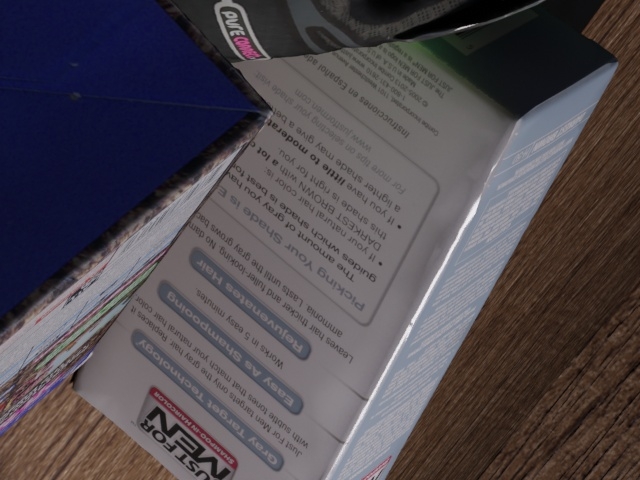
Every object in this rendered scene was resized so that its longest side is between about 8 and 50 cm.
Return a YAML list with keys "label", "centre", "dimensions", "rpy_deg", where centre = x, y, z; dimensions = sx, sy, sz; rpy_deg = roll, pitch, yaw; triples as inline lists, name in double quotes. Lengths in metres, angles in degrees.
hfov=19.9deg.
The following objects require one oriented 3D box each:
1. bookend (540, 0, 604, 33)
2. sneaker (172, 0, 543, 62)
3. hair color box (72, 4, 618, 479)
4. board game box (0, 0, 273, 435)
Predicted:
- label: "bookend"
  centre: [0.118, -0.152, 1.242]
  dimensions: [0.157, 0.072, 0.156]
  rpy_deg: [-55, 161, 17]
- label: "sneaker"
  centre: [0.097, -0.178, 0.838]
  dimensions: [0.483, 0.202, 0.185]
  rpy_deg: [-31, 119, -41]
- label: "hair color box"
  centre: [0.000, 0.000, 1.075]
  dimensions: [0.113, 0.185, 0.374]
  rpy_deg: [-31, 154, -47]
- label: "board game box"
  centre: [-0.179, 0.023, 0.629]
  dimensions: [0.232, 0.141, 0.291]
  rpy_deg: [-42, 178, -26]
